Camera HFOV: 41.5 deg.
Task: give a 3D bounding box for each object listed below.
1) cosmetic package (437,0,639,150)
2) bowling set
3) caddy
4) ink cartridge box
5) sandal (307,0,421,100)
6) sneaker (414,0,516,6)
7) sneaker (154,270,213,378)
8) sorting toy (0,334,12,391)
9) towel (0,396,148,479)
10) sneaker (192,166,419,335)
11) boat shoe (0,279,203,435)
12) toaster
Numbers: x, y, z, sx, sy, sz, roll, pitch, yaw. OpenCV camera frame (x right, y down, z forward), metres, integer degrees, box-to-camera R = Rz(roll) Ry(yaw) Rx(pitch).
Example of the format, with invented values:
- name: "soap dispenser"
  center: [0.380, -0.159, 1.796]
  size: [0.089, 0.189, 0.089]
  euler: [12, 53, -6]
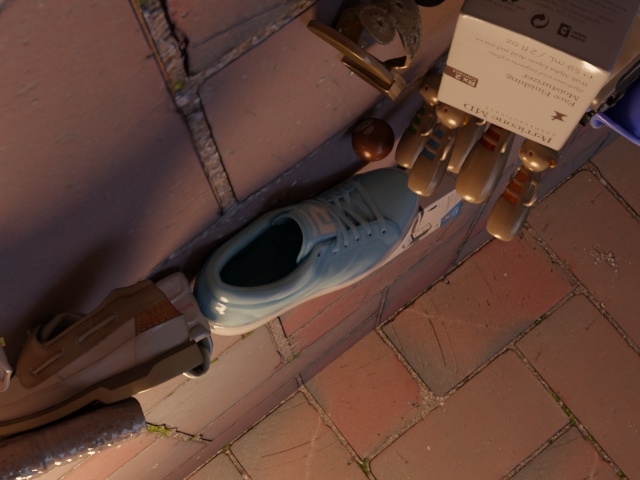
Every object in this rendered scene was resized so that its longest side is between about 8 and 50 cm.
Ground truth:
- name: "cosmetic package"
  center: [0.224, -0.215, 0.860]
  size: [0.151, 0.151, 0.184]
  euler: [-63, 171, -15]
- name: "bowling set"
  center: [0.154, -0.137, 1.026]
  size: [0.287, 0.199, 0.154]
  euler: [-112, -138, -61]
- name: "caddy"
  center: [0.535, -0.265, 1.457]
  size: [0.341, 0.241, 0.179]
  euler: [-18, 149, -56]
- name: "ink cartridge box"
  center: [0.134, -0.046, 1.389]
  size: [0.190, 0.082, 0.140]
  euler: [-35, 161, -7]
- name: "sandal"
  center: [0.054, -0.190, 0.768]
  size: [0.079, 0.088, 0.240]
  euler: [-55, 172, 7]
- name: "sneaker"
  center: [0.123, -0.228, 0.701]
  size: [0.079, 0.121, 0.217]
  euler: [-36, 167, -7]
- name: "sneaker"
  center: [-0.192, 0.138, 1.085]
  size: [0.090, 0.115, 0.232]
  euler: [-31, 165, -25]
- name: "sorting toy"
  center: [-0.297, 0.095, 0.745]
  size: [0.045, 0.075, 0.083]
  euler: [-28, 164, -39]
- name: "towel"
  center: [-0.296, 0.223, 0.929]
  size: [0.187, 0.049, 0.282]
  euler: [-20, 178, -20]
- name: "sneaker"
  center: [0.000, 0.000, 1.108]
  size: [0.366, 0.135, 0.150]
  euler: [-35, 170, -21]
- name: "boat shoe"
  center: [-0.258, 0.126, 0.894]
  size: [0.302, 0.103, 0.113]
  euler: [-23, 180, 26]
- name: "toaster"
  center: [0.419, -0.293, 1.234]
  size: [0.227, 0.146, 0.129]
  euler: [-46, 165, 24]
